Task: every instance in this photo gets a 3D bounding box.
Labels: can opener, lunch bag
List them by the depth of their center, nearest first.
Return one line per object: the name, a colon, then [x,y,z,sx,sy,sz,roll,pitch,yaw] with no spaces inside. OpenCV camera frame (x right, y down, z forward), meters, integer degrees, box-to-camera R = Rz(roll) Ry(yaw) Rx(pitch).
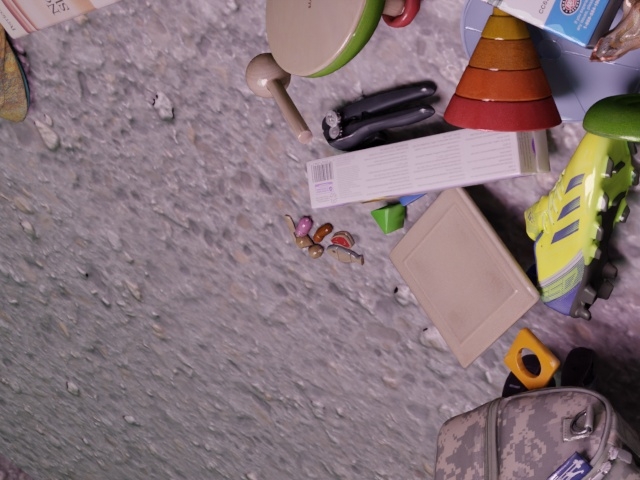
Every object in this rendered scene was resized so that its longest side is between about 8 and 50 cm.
lunch bag: [0.311,0.306,1.464,0.256,0.212,0.305,-29,129,36]
can opener: [0.070,-0.152,1.500,0.186,0.073,0.059,-21,75,49]

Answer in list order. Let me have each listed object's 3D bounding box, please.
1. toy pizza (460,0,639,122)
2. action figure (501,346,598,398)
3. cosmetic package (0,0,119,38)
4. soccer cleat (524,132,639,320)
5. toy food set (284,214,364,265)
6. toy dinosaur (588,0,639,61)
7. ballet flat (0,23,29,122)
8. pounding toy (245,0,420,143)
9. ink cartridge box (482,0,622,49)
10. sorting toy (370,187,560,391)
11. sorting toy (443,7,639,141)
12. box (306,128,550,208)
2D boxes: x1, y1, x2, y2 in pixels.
toy pizza: [0.241,-0.205,1.276,0.201,0.032,0.201,20,142,17]
action figure: [0.331,0.267,1.674,0.185,0.099,0.285,0,135,27]
cosmetic package: [-0.310,-0.368,1.542,0.296,0.129,0.153,-7,125,48]
soccer cleat: [0.280,-0.025,1.399,0.121,0.093,0.289,31,145,27]
toy food set: [0.000,0.000,1.756,0.122,0.019,0.078,12,137,35]
toy dinosaur: [0.387,-0.212,1.052,0.296,0.127,0.200,4,-178,7]
ballet flat: [-0.520,-0.288,1.847,0.123,0.123,0.348,27,144,19]
pounding toy: [0.025,-0.237,1.376,0.183,0.110,0.237,47,120,47]
ink cartridge box: [0.197,-0.278,1.149,0.191,0.082,0.139,28,107,15]
sorting toy: [0.183,0.041,1.540,0.347,0.047,0.196,57,143,18]
sorting toy: [0.295,-0.166,1.196,0.366,0.127,0.126,7,108,26]
box: [0.118,-0.087,1.470,0.324,0.063,0.067,-9,88,44]
